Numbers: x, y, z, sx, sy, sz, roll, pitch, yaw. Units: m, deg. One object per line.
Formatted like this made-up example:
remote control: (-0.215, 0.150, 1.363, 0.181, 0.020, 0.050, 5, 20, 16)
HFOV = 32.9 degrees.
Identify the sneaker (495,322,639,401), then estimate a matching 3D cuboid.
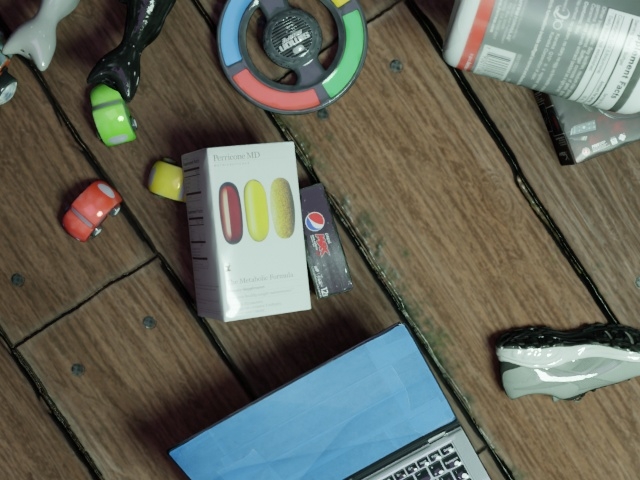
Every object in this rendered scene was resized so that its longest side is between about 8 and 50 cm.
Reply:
sneaker: (0.399, 0.188, 1.629, 0.271, 0.100, 0.108, -2, 106, 4)

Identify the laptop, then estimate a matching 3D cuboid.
laptop: (0.059, 0.397, 1.551, 0.381, 0.236, 0.408, -29, 75, 2)

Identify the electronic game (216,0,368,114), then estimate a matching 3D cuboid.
electronic game: (-0.043, -0.303, 1.627, 0.229, 0.048, 0.229, 0, 92, 0)

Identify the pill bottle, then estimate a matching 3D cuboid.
pill bottle: (0.360, -0.288, 1.435, 0.362, 0.210, 0.210, 16, 92, 1)

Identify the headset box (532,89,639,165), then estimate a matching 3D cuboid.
headset box: (0.412, -0.284, 1.594, 0.218, 0.110, 0.293, -21, 92, 2)

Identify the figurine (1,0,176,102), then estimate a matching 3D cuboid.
figurine: (-0.334, -0.322, 1.575, 0.214, 0.092, 0.210, 18, 72, 0)

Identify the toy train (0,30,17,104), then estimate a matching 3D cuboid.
toy train: (-0.591, -0.313, 1.558, 0.334, 0.190, 0.142, 39, 92, -1)

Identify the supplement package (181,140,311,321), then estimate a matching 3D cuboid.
supplement package: (-0.111, -0.015, 1.576, 0.139, 0.134, 0.244, -8, 93, -23)

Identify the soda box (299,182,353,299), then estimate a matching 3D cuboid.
soda box: (0.000, 0.000, 1.635, 0.060, 0.053, 0.169, -16, 93, 0)

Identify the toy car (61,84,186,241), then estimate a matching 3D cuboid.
toy car: (-0.301, -0.131, 1.631, 0.239, 0.053, 0.225, -16, 92, 1)
